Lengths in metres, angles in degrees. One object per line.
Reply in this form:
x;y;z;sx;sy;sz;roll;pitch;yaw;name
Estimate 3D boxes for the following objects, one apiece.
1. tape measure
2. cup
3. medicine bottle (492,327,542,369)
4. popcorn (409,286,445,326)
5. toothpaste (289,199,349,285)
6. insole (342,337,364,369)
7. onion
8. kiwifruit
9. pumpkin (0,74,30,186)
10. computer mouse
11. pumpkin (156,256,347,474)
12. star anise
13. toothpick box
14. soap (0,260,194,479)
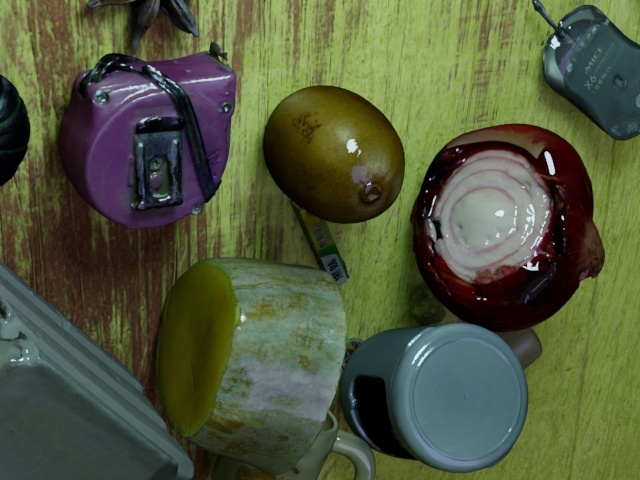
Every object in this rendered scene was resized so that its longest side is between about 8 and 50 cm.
-0.236;-0.142;1.569;0.231;0.149;0.245;-14;123;-28;tape measure
-0.048;0.378;1.978;0.255;0.173;0.202;13;107;-33;cup
0.292;0.242;2.165;0.252;0.114;0.114;-35;130;-11;medicine bottle
0.196;0.117;2.068;0.059;0.068;0.083;85;29;-68;popcorn
0.000;0.000;1.877;0.037;0.043;0.178;-33;130;-12;toothpaste
0.085;0.242;2.101;0.065;0.006;0.193;-37;130;-9;insole
0.303;-0.014;1.903;0.341;0.341;0.341;-16;124;-25;onion
0.024;-0.124;1.694;0.196;0.234;0.196;-13;123;-21;kiwifruit
-0.463;-0.135;1.432;0.202;0.140;0.202;-17;123;-28;pumpkin
0.462;-0.309;1.975;0.379;0.090;0.167;35;89;-35;computer mouse
-0.126;0.171;1.733;0.199;0.332;0.332;16;107;-24;pumpkin
-0.225;-0.344;1.516;0.180;0.061;0.204;-47;130;7;star anise
0.181;0.254;1.958;0.263;0.354;0.263;2;84;-19;toothpick box
-0.388;0.230;1.561;0.213;0.350;0.435;-44;134;-4;soap
